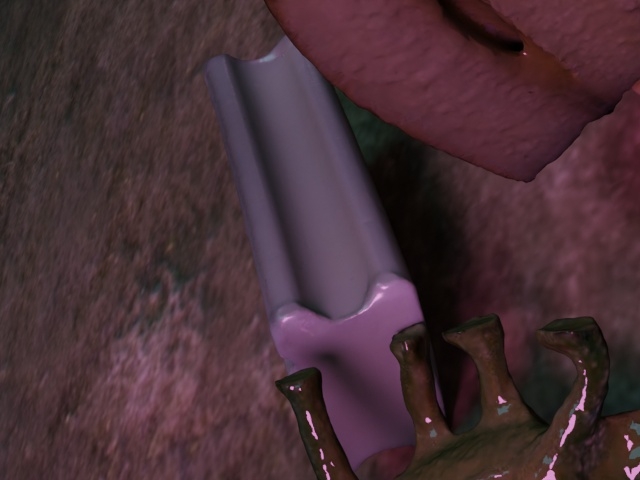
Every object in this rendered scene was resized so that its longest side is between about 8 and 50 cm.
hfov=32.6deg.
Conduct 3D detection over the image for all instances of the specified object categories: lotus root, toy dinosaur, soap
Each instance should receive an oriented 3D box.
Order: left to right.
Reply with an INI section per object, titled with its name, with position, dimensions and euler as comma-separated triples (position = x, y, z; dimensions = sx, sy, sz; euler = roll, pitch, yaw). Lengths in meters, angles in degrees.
[soap]
position = 0.000, 0.000, 0.731
dimensions = 0.087, 0.160, 0.265
euler = -18, 44, -1
[lotus root]
position = 0.068, -0.182, 0.471
dimensions = 0.267, 0.260, 0.149
euler = -48, 42, 33
[toy dinosaur]
position = 0.093, 0.193, 0.575
dimensions = 0.447, 0.087, 0.301
euler = -12, 96, 28

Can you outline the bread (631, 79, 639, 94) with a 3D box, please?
[bread]
position = 0.221, -0.202, 0.596
dimensions = 0.246, 0.111, 0.239
euler = -51, 36, 24
